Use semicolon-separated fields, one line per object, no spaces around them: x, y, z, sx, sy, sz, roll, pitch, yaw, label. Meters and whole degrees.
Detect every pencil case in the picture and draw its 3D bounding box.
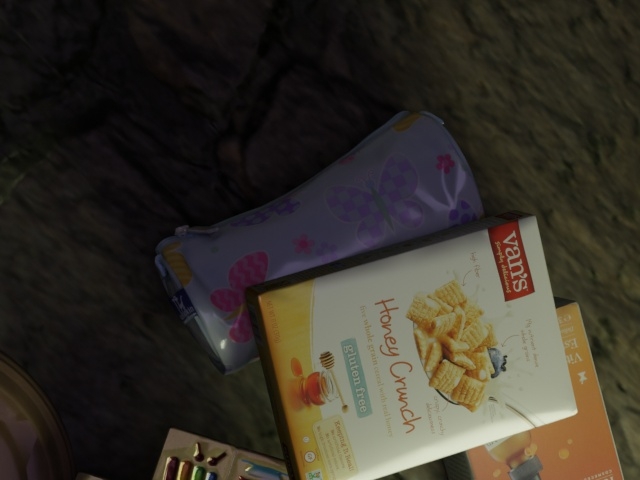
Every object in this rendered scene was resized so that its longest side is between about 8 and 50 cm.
0.000;0.000;1.436;0.273;0.113;0.124;-28;74;-10;pencil case

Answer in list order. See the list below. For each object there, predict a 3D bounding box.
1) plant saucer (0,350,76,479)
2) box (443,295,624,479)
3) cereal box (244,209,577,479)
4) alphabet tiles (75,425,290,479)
-0.335;0.207;1.406;0.278;0.041;0.278;0;91;-12;plant saucer
0.168;0.146;1.489;0.130;0.091;0.170;-17;96;-12;box
0.074;0.089;1.383;0.240;0.047;0.173;-16;101;-14;cereal box
-0.094;0.335;1.413;0.285;0.011;0.342;18;94;-7;alphabet tiles
